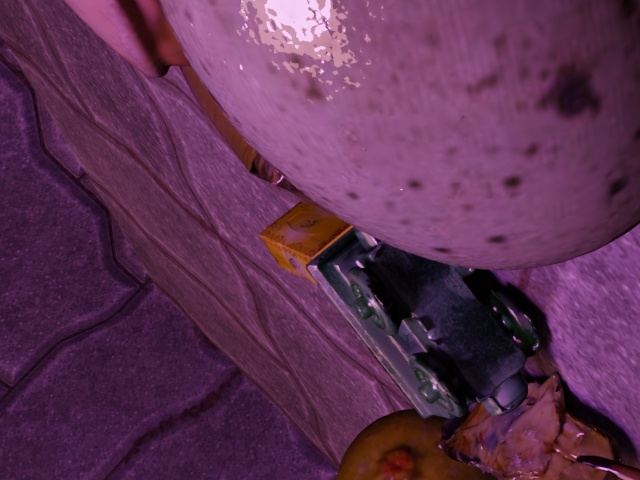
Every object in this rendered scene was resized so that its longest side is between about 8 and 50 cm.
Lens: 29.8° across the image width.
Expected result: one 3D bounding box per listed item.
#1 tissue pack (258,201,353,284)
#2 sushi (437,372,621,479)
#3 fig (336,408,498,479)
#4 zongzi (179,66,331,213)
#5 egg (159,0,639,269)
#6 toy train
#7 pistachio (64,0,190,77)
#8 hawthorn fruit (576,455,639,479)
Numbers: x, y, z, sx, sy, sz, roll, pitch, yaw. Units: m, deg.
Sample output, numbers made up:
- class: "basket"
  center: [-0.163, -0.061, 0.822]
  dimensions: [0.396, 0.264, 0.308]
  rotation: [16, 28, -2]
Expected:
- class: "tissue pack"
  center: [0.000, 0.000, 1.588]
  dimensions: [0.062, 0.095, 0.176]
  rotation: [58, 165, -22]
- class: "sushi"
  center: [0.247, 0.229, 1.390]
  dimensions: [0.131, 0.139, 0.291]
  rotation: [34, 172, -16]
- class: "fig"
  center: [0.165, 0.386, 1.749]
  dimensions: [0.258, 0.258, 0.326]
  rotation: [40, 179, 37]
- class: "zongzi"
  center: [-0.054, -0.159, 1.282]
  dimensions: [0.289, 0.154, 0.317]
  rotation: [56, 174, 12]
- class: "egg"
  center: [0.069, -0.147, 0.621]
  dimensions: [0.379, 0.287, 0.287]
  rotation: [46, 170, -29]
- class: "toy train"
  center: [0.118, 0.078, 1.317]
  dimensions: [0.266, 0.145, 0.202]
  rotation: [53, 169, -5]
- class: "pistachio"
  center: [-0.170, -0.335, 0.899]
  dimensions: [0.365, 0.281, 0.446]
  rotation: [-93, -21, -66]
- class: "hawthorn fruit"
  center: [0.316, 0.251, 0.905]
  dimensions: [0.300, 0.254, 0.254]
  rotation: [27, 154, 35]
